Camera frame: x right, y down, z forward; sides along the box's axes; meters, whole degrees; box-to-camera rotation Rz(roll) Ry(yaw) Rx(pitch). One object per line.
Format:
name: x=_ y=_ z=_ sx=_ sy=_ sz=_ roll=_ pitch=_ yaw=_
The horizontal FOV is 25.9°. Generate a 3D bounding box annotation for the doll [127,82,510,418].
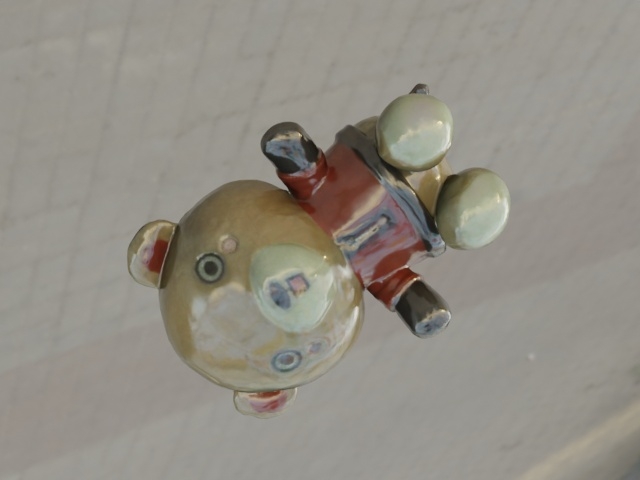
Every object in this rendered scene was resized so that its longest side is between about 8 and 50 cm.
doll: x=0.000 y=0.000 z=1.261 sx=0.330 sy=0.235 sz=0.174 roll=-36 pitch=-163 yaw=1
